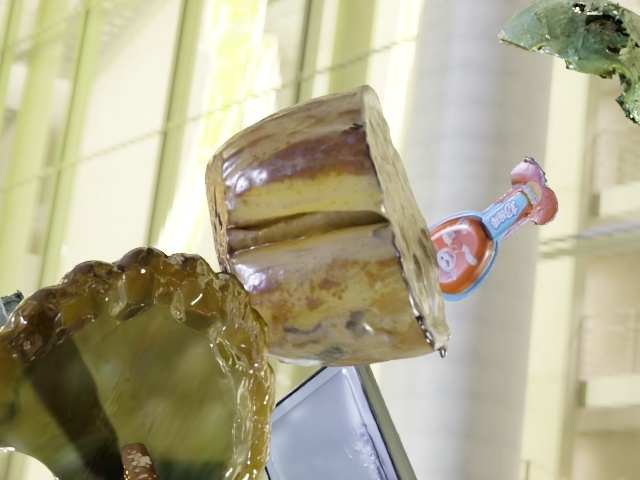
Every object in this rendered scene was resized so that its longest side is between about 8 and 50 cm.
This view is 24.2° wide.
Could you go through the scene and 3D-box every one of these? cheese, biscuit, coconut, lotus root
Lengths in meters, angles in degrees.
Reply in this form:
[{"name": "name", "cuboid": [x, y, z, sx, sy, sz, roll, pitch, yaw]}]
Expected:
[{"name": "cheese", "cuboid": [0.206, -0.008, 1.907, 0.037, 0.106, 0.256, -12, -23, -48]}, {"name": "biscuit", "cuboid": [-0.124, 0.290, 1.286, 0.034, 0.215, 0.182, -21, 21, -8]}, {"name": "coconut", "cuboid": [0.232, -0.167, 1.254, 0.158, 0.133, 0.055, 25, -41, 12]}, {"name": "biscuit", "cuboid": [-0.198, 0.173, 1.450, 0.335, 0.329, 0.078, -9, 13, -19]}, {"name": "lotus root", "cuboid": [0.000, 0.000, 1.625, 0.250, 0.316, 0.316, -14, -17, 2]}]

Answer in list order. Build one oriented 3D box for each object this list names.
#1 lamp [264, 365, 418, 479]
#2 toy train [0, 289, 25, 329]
[{"name": "lamp", "cuboid": [0.020, 0.333, 2.222, 0.047, 0.266, 0.269, -1, -30, -44]}, {"name": "toy train", "cuboid": [-0.507, 0.146, 1.959, 0.261, 0.134, 0.177, -24, 1, -27]}]
